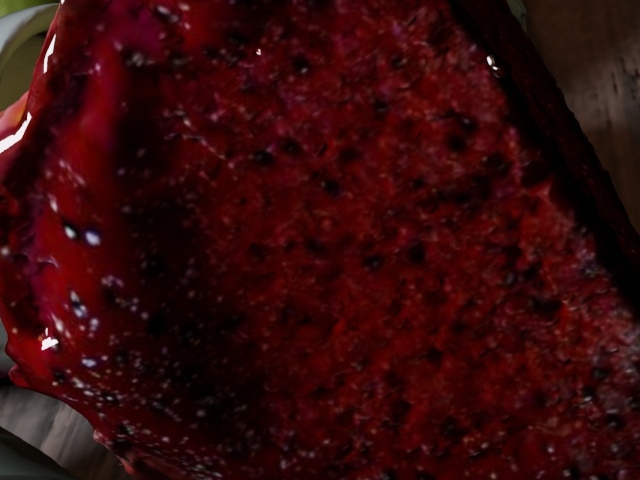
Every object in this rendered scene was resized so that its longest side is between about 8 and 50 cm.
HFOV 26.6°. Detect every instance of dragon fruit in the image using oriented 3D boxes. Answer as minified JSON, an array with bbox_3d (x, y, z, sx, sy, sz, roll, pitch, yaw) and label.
[{"bbox_3d":[0.019,-0.007,0.401,0.163,0.261,0.189,-19,27,41],"label":"dragon fruit"}]

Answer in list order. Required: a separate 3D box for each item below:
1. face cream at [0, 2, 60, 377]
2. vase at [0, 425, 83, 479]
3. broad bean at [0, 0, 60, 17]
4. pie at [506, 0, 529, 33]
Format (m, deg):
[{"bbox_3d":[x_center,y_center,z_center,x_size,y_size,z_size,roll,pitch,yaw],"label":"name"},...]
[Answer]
[{"bbox_3d":[-0.179,-0.016,0.678,0.195,0.175,0.175,-14,31,29],"label":"face cream"},{"bbox_3d":[-0.177,0.123,0.403,0.291,0.245,0.245,15,51,47],"label":"vase"},{"bbox_3d":[-0.143,-0.197,0.869,0.119,0.238,0.291,14,80,25],"label":"broad bean"},{"bbox_3d":[-0.031,-0.197,0.705,0.077,0.339,0.339,-49,24,15],"label":"pie"}]
